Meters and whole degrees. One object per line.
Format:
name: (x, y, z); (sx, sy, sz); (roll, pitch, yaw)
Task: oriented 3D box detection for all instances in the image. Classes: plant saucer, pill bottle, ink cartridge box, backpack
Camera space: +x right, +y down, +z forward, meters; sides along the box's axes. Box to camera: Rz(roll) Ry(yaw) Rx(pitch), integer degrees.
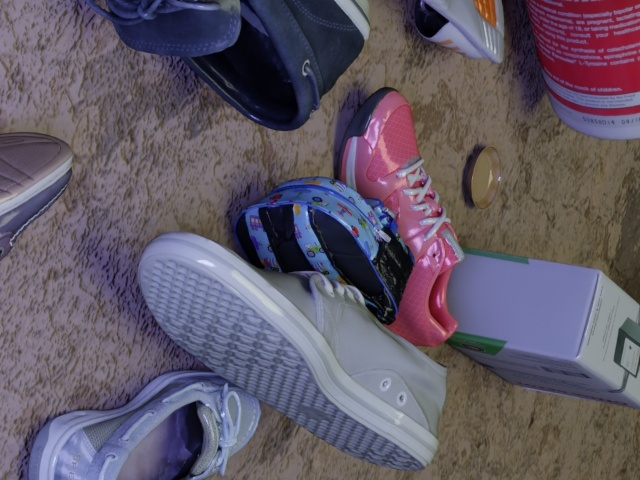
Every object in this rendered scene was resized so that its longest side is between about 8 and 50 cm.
plant saucer: (0.206, -0.080, 2.479); (0.083, 0.015, 0.083); (-27, 122, -54)
pill bottle: (0.362, -0.342, 2.445); (0.229, 0.229, 0.407); (-56, 142, -33)
ink cartridge box: (0.298, 0.116, 2.508); (0.289, 0.211, 0.121); (34, 69, -58)
backpack: (0.000, 0.000, 2.042); (0.173, 0.158, 0.117); (57, 42, -34)

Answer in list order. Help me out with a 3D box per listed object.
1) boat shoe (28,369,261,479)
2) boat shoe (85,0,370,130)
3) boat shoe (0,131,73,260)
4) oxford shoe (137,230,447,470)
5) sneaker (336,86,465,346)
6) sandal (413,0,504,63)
boat shoe: (-0.149, 0.201, 1.897); (0.320, 0.103, 0.118); (-7, 105, -58)
boat shoe: (-0.120, -0.243, 1.714); (0.500, 0.187, 0.156); (38, 70, -53)
boat shoe: (-0.310, 0.005, 1.579); (0.285, 0.103, 0.092); (-41, 138, -41)
oxford shoe: (-0.018, 0.089, 1.916); (0.449, 0.169, 0.130); (39, 64, -44)
sneaker: (0.106, -0.022, 2.215); (0.116, 0.136, 0.313); (-32, 126, -52)
sandal: (0.135, -0.282, 2.244); (0.265, 0.076, 0.102); (30, 56, -55)
